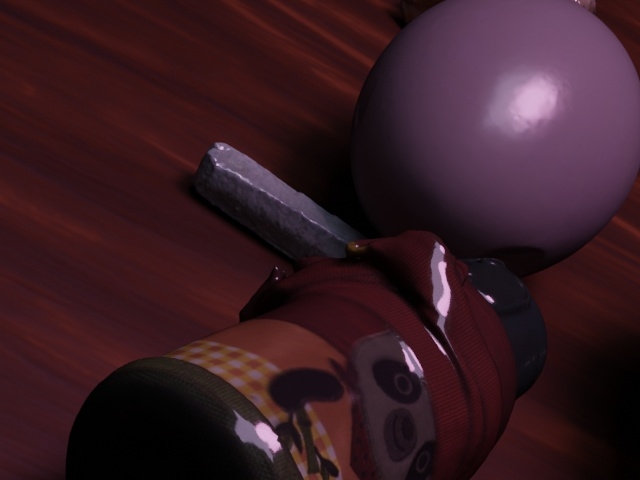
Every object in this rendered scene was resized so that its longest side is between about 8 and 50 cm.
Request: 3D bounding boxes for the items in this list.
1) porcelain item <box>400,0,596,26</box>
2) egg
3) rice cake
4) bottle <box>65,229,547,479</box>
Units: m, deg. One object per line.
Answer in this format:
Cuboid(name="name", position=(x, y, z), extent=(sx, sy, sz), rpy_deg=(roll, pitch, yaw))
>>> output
Cuboid(name="porcelain item", position=(0.153, -0.179, 1.369), extent=(0.213, 0.054, 0.084), rpy_deg=(-12, 58, -49))
Cuboid(name="egg", position=(0.108, -0.063, 1.073), extent=(0.176, 0.176, 0.232), rpy_deg=(37, 32, 2))
Cuboid(name="rice cake", position=(0.000, 0.001, 1.030), extent=(0.171, 0.033, 0.029), rpy_deg=(33, 30, -2))
Cuboid(name="bottle", position=(0.011, 0.073, 0.840), extent=(0.143, 0.156, 0.271), rpy_deg=(41, 38, 20))
